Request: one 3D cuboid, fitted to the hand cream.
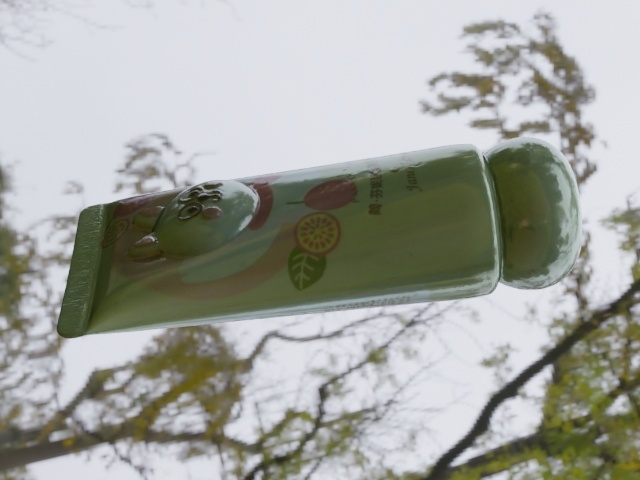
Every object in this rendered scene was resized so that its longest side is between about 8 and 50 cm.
[{"bbox_3d":[0.000,0.000,0.742,0.147,0.305,0.093,-98,179,-57],"label":"hand cream"}]
